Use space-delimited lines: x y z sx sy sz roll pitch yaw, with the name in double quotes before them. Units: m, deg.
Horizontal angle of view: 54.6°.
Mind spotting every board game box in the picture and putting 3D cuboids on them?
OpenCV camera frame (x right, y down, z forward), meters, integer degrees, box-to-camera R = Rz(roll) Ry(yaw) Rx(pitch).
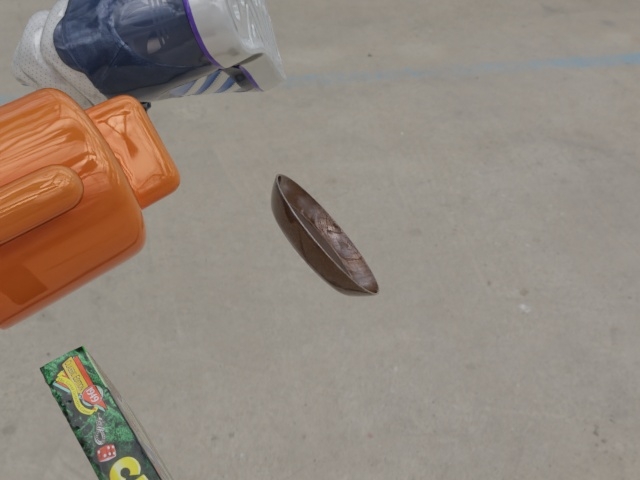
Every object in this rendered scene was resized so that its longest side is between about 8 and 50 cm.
"board game box" -0.060 0.184 0.324 0.030 0.136 0.260 -31 64 -22

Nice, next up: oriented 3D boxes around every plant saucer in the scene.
"plant saucer" 0.000 0.000 0.672 0.029 0.168 0.168 -40 44 12

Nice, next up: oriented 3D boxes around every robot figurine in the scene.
"robot figurine" -0.202 -0.013 0.395 0.219 0.128 0.158 -33 51 -25

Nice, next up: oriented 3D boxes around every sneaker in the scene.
"sneaker" -0.174 -0.198 0.651 0.236 0.130 0.323 -14 11 8
